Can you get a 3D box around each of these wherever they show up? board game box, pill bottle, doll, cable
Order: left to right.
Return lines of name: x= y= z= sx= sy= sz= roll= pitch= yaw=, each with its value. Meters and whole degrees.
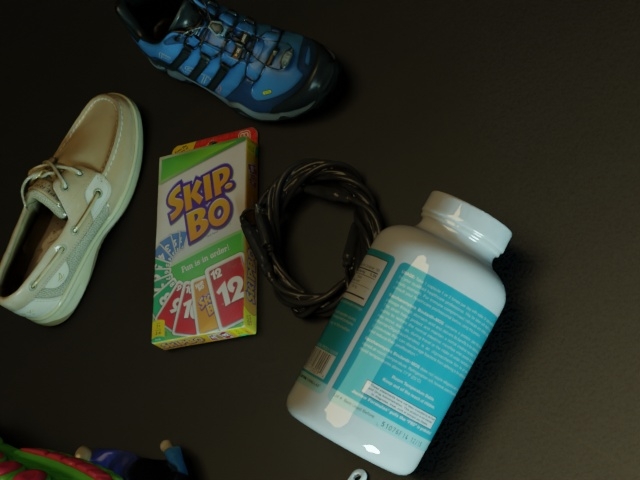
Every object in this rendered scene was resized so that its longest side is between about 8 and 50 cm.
doll: x=-0.193 y=0.279 z=1.524 sx=0.189 sy=0.046 sz=0.129 roll=5 pitch=78 yaw=34
board game box: x=-0.132 y=-0.008 z=1.617 sx=0.124 sy=0.039 sz=0.259 roll=-12 pitch=62 yaw=25
cable: x=0.000 y=0.000 z=1.533 sx=0.151 sy=0.047 sz=0.184 roll=-32 pitch=61 yaw=6
pill bottle: x=0.087 y=0.086 z=1.379 sx=0.146 sy=0.146 sz=0.264 roll=27 pitch=86 yaw=35

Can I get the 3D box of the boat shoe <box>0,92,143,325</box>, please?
boat shoe: x=-0.307 y=-0.049 z=1.693 sx=0.109 sy=0.098 sz=0.302 roll=15 pitch=79 yaw=34

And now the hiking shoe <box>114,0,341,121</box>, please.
hiking shoe: x=-0.119 y=-0.222 z=1.633 sx=0.304 sy=0.132 sz=0.113 roll=18 pitch=80 yaw=34

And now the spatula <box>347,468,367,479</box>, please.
spatula: x=0.024 y=0.342 z=1.348 sx=0.168 sy=0.019 sz=0.242 roll=19 pitch=60 yaw=38

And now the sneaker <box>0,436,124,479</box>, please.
sneaker: x=-0.399 y=0.309 z=1.544 sx=0.483 sy=0.185 sz=0.202 roll=12 pitch=96 yaw=46
